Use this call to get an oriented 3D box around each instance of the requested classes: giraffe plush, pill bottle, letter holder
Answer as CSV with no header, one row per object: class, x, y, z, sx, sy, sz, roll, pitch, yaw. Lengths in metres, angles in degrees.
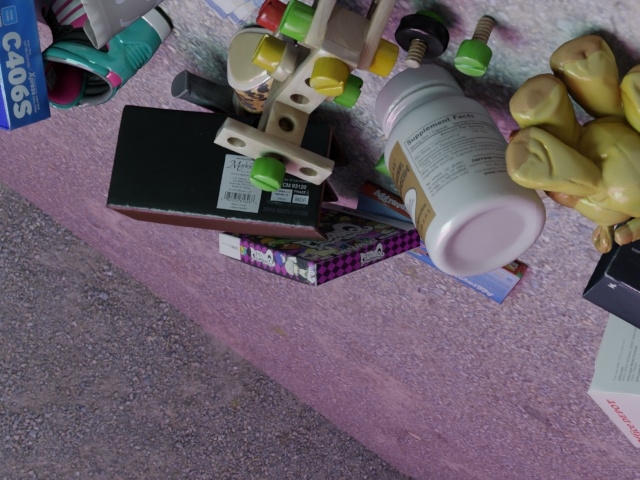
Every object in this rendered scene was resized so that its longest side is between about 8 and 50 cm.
giraffe plush,0.285,-0.079,1.000,0.210,0.181,0.170,42,176,11
pill bottle,0.144,-0.084,1.099,0.131,0.131,0.229,55,-170,-52
letter holder,-0.125,-0.085,1.459,0.302,0.151,0.214,6,172,10

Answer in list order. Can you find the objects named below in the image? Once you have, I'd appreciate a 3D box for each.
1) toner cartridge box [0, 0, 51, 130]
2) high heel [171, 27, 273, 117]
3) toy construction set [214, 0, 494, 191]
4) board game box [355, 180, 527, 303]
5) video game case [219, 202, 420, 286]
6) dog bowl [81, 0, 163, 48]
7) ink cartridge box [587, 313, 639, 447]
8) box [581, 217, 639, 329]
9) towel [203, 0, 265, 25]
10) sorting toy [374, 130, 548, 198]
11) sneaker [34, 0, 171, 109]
toner cartridge box,-0.467,-0.336,1.350,0.165,0.075,0.347,18,121,34
high heel,-0.056,-0.215,1.366,0.186,0.093,0.261,16,162,-43
toy construction set,-0.033,-0.190,0.990,0.258,0.237,0.309,2,154,47
board game box,0.185,0.005,1.591,0.281,0.027,0.145,29,161,7
video game case,0.000,0.000,1.512,0.210,0.232,0.041,17,116,43
dog bowl,-0.244,-0.363,0.948,0.348,0.102,0.348,61,171,17
ink cartridge box,0.489,0.165,1.243,0.233,0.168,0.171,0,146,41
box,0.398,0.024,1.087,0.156,0.158,0.093,30,162,6
towel,-0.116,-0.355,1.112,0.209,0.034,0.285,39,159,-17
sorting toy,0.186,-0.091,1.300,0.196,0.047,0.348,36,161,-14
sneaker,-0.376,-0.287,1.469,0.296,0.178,0.124,19,159,33
